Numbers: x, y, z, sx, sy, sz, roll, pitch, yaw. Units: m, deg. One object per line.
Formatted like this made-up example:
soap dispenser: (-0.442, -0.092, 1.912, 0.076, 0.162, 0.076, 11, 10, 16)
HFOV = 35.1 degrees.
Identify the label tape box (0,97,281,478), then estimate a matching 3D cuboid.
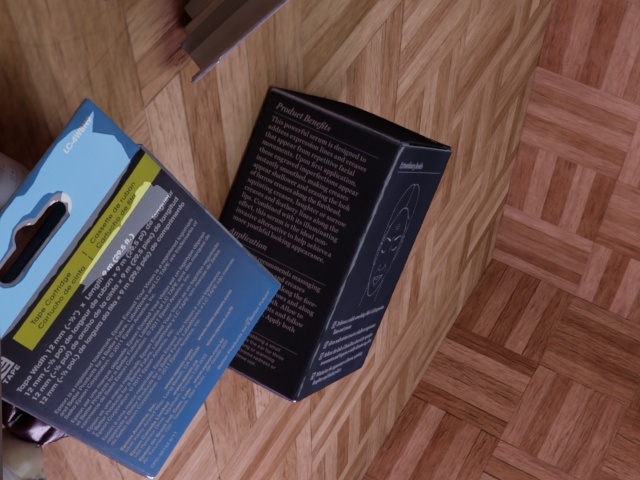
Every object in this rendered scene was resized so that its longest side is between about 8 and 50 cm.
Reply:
label tape box: (-0.216, 0.049, 0.967, 0.249, 0.115, 0.348, -57, 140, -12)

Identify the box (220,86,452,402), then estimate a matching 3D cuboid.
box: (0.000, 0.000, 1.512, 0.395, 0.212, 0.293, -67, 162, 10)

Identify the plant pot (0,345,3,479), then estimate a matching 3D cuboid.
plant pot: (-0.341, 0.152, 0.660, 0.323, 0.323, 0.280, 46, 52, -71)

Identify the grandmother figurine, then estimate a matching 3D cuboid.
grandmother figurine: (-0.280, 0.145, 1.107, 0.208, 0.104, 0.342, 34, 83, -45)

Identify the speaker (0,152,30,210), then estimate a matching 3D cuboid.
speaker: (-0.294, -0.059, 0.843, 0.055, 0.055, 0.136, -63, 163, -6)

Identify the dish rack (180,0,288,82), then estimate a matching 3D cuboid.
dish rack: (-0.010, -0.318, 1.064, 0.333, 0.072, 0.285, -26, -161, 50)
